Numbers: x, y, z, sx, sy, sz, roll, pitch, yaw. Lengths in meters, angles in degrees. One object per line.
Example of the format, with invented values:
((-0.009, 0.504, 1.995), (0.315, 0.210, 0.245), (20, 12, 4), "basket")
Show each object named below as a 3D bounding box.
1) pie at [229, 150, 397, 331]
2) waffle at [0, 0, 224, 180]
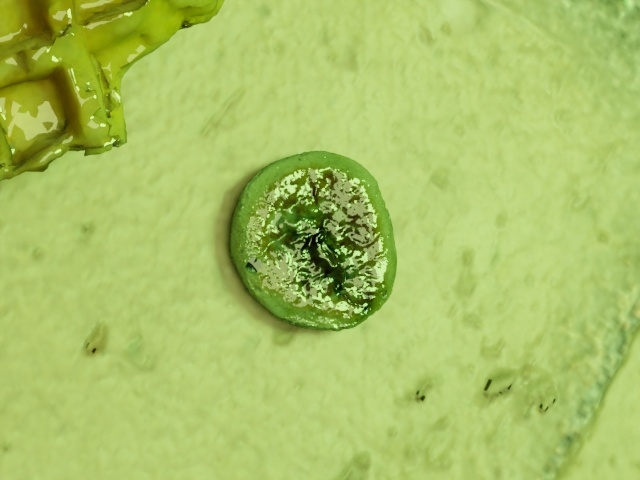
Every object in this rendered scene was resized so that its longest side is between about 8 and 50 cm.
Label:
((-0.001, 0.001, 0.846), (0.084, 0.021, 0.084), (3, 82, -24), "pie")
((-0.175, -0.118, 0.708), (0.312, 0.060, 0.307), (14, 103, -30), "waffle")
